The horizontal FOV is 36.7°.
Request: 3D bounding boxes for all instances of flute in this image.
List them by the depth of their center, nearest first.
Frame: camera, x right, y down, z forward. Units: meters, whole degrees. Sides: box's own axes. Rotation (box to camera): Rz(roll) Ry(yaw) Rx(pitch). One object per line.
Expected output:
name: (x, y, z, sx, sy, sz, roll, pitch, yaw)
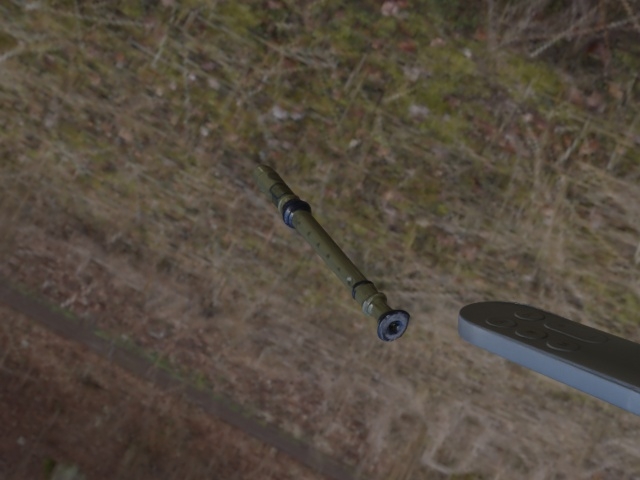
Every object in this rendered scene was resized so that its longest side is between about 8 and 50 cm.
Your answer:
flute: (0.000, 0.000, 0.735, 0.027, 0.027, 0.233, 39, -173, -41)

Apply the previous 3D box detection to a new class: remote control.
remote control: (0.197, 0.086, 0.690, 0.077, 0.022, 0.245, -11, -161, -36)
